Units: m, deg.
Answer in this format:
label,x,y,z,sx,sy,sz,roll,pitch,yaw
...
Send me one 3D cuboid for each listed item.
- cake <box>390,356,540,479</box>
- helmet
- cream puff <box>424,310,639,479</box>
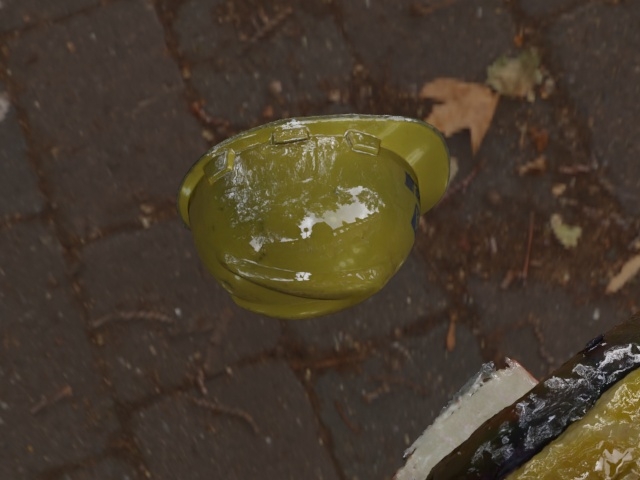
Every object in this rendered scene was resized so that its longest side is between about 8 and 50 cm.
label,x,y,z,sx,sy,sz,roll,pitch,yaw
cake,0.161,0.219,1.189,0.160,0.262,0.158,41,82,15
helmet,0.000,0.000,1.272,0.257,0.205,0.140,-9,55,3
cream puff,0.134,0.112,0.612,0.189,0.189,0.129,-36,80,-12
